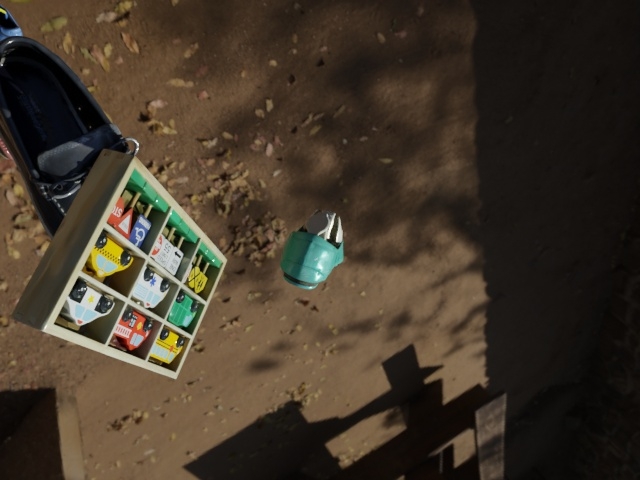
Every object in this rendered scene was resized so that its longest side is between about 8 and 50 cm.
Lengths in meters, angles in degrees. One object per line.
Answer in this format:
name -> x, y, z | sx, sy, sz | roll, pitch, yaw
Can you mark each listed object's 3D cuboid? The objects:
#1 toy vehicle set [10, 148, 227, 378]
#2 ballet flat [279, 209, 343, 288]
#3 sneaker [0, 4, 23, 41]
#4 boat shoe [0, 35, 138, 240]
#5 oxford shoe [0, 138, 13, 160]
toy vehicle set -> -0.186, 0.044, 0.570 | 0.267, 0.035, 0.166 | 68, 39, -66
ballet flat -> 0.000, 0.000, 0.781 | 0.083, 0.247, 0.087 | 22, 101, 2
sneaker -> -0.764, -0.533, 1.237 | 0.069, 0.209, 0.082 | -42, 178, -44
boat shoe -> -0.406, -0.120, 0.916 | 0.187, 0.500, 0.156 | -34, -176, -34
oxford shoe -> -0.840, -0.346, 1.292 | 0.130, 0.123, 0.348 | -16, 111, 14
